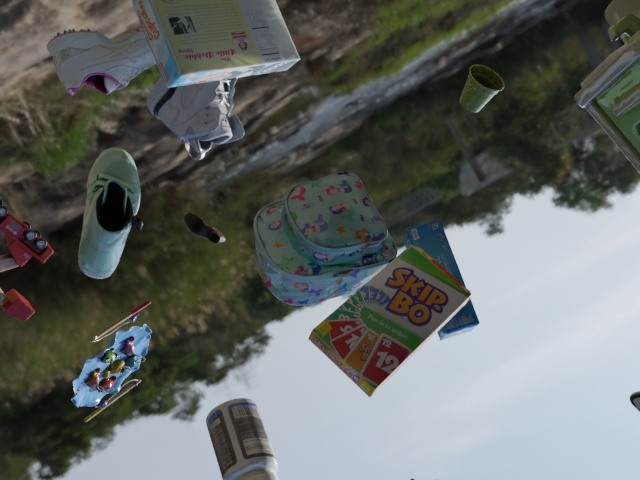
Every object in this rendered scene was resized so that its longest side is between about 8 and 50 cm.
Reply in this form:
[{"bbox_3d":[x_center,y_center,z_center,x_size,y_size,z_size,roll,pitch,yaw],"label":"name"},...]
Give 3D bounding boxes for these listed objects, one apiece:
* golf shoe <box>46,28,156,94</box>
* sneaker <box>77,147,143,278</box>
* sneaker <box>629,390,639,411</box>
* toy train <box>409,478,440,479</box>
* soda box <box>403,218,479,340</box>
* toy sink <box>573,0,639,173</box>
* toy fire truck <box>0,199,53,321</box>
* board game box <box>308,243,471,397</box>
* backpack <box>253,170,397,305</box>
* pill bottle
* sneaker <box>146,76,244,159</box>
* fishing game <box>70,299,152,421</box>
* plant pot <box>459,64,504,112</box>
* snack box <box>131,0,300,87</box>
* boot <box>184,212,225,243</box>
[{"bbox_3d":[-0.438,-0.385,1.927,0.306,0.140,0.115,-10,172,-32],"label":"golf shoe"},{"bbox_3d":[-0.331,-0.079,1.447,0.094,0.256,0.151,14,143,-20],"label":"sneaker"},{"bbox_3d":[0.458,0.238,1.199,0.037,0.083,0.032,-31,153,-55],"label":"sneaker"},{"bbox_3d":[0.191,0.676,1.941,0.142,0.190,0.334,20,-144,25],"label":"toy train"},{"bbox_3d":[0.221,0.073,1.631,0.067,0.210,0.071,-16,163,-8],"label":"soda box"},{"bbox_3d":[0.391,-0.182,0.994,0.131,0.234,0.153,-35,174,-18],"label":"toy sink"},{"bbox_3d":[-0.515,0.030,1.439,0.135,0.192,0.047,-47,-142,-7],"label":"toy fire truck"},{"bbox_3d":[0.113,0.107,1.312,0.259,0.124,0.039,-38,163,-35],"label":"board game box"},{"bbox_3d":[0.000,0.000,1.678,0.253,0.225,0.191,-17,146,-13],"label":"backpack"},{"bbox_3d":[-0.102,0.291,1.197,0.078,0.137,0.078,-15,141,-12],"label":"pill bottle"},{"bbox_3d":[-0.223,-0.356,2.024,0.366,0.210,0.137,-41,160,17],"label":"sneaker"},{"bbox_3d":[-0.365,0.228,1.568,0.189,0.041,0.264,-35,155,-43],"label":"fishing game"},{"bbox_3d":[0.336,-0.318,1.881,0.083,0.083,0.079,-30,157,-44],"label":"plant pot"},{"bbox_3d":[-0.203,-0.420,1.776,0.322,0.187,0.060,-18,174,-43],"label":"snack box"},{"bbox_3d":[-0.279,-0.029,2.140,0.037,0.106,0.114,-49,-178,4],"label":"boot"}]
